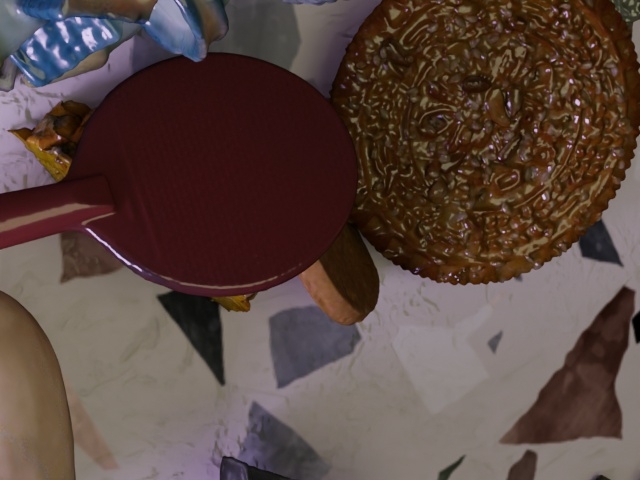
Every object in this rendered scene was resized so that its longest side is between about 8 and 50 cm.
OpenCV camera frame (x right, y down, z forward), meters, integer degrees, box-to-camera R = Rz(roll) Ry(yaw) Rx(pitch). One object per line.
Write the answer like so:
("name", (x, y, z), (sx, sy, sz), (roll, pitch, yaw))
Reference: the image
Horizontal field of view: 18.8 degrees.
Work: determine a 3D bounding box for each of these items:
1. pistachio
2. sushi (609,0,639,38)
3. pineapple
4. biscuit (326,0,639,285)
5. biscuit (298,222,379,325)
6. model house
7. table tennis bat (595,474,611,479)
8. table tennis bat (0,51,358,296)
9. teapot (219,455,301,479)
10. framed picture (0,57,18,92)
("pistachio", (-0.284, 0.166, 1.498), (0.187, 0.187, 0.299), (-16, 100, -23))
("sushi", (0.242, -0.253, 1.740), (0.097, 0.103, 0.226), (-39, 114, -34))
("pineapple", (-0.100, -0.056, 1.586), (0.164, 0.140, 0.250), (-47, 110, -14))
("biscuit", (0.147, -0.103, 1.684), (0.305, 0.038, 0.305), (-6, 109, -17))
("biscuit", (0.000, 0.000, 1.631), (0.029, 0.142, 0.221), (-21, 150, 14))
("model house", (-0.160, -0.185, 1.458), (0.325, 0.267, 0.194), (-42, 117, -17))
("table tennis bat", (0.213, 0.334, 1.850), (0.138, 0.022, 0.246), (38, 82, -25))
("table tennis bat", (-0.116, -0.045, 1.489), (0.310, 0.038, 0.200), (-14, 73, -19))
("teapot", (-0.026, 0.378, 1.631), (0.300, 0.253, 0.344), (27, 80, -50))
("framed picture", (-0.314, -0.299, 1.512), (0.240, 0.020, 0.324), (13, 91, -26))
